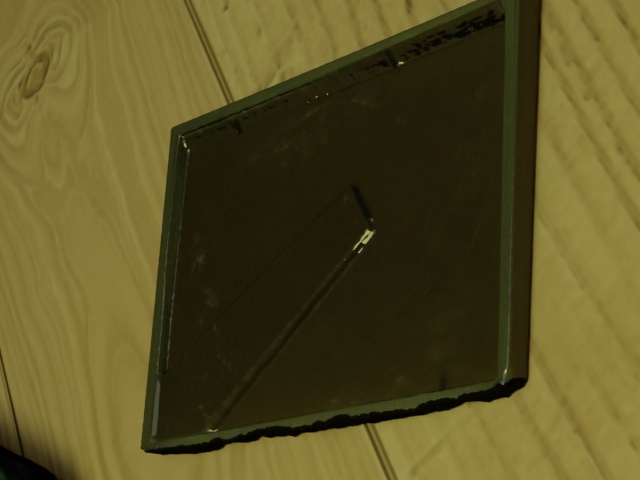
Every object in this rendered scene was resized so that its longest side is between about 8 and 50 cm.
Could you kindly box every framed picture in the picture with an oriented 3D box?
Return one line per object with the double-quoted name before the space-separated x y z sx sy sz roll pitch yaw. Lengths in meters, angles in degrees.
"framed picture" 0.001 0.000 0.776 0.265 0.018 0.192 -16 62 47

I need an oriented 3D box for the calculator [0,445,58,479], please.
"calculator" -0.259 0.227 0.966 0.274 0.058 0.248 16 86 54
